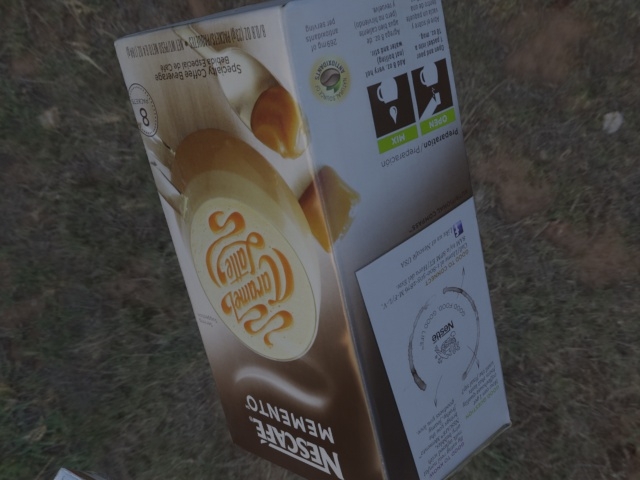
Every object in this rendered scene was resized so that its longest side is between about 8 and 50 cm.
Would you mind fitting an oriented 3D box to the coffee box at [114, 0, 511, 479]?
[{"bbox_3d":[0.000,0.000,0.419,0.098,0.141,0.246,-27,112,-36],"label":"coffee box"}]

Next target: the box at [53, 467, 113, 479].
[{"bbox_3d":[-0.041,0.244,0.488,0.324,0.063,0.067,23,77,19],"label":"box"}]
